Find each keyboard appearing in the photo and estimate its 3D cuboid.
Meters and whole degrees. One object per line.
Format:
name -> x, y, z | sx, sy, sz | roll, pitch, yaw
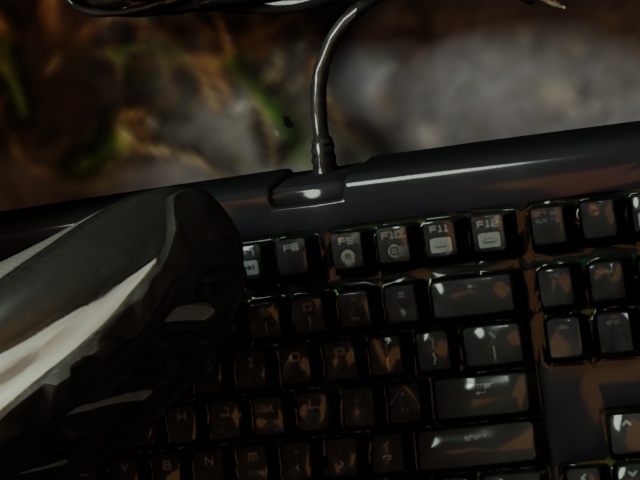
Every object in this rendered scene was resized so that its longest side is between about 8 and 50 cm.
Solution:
keyboard -> 0.000, 0.000, 0.501 | 0.317, 0.033, 0.201 | -8, 85, 20

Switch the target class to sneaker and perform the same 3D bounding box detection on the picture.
sneaker -> -0.144, 0.041, 0.490 | 0.271, 0.100, 0.108 | -24, 81, 21
